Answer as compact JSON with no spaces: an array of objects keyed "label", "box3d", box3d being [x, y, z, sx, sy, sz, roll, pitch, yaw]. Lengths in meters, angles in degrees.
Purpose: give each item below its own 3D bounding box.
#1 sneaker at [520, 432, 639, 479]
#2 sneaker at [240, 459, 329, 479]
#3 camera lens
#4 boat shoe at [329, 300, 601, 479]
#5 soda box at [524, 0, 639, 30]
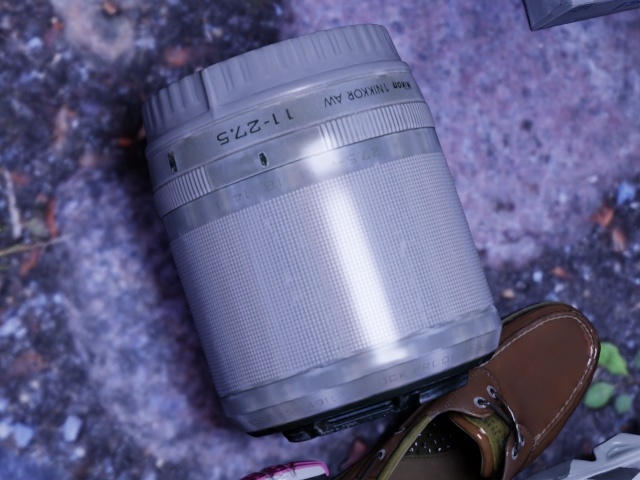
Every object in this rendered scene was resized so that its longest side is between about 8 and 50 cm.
[{"label":"sneaker","box3d":[0.230,0.246,1.296,0.330,0.122,0.146,-30,49,-16]},{"label":"sneaker","box3d":[-0.062,0.230,1.275,0.170,0.063,0.075,-27,90,-13]},{"label":"camera lens","box3d":[0.000,0.000,1.244,0.219,0.219,0.274,-17,87,-17]},{"label":"boat shoe","box3d":[0.123,0.161,1.314,0.307,0.104,0.111,-43,94,-17]},{"label":"soda box","box3d":[0.313,-0.264,1.438,0.286,0.091,0.098,-15,87,-17]}]
